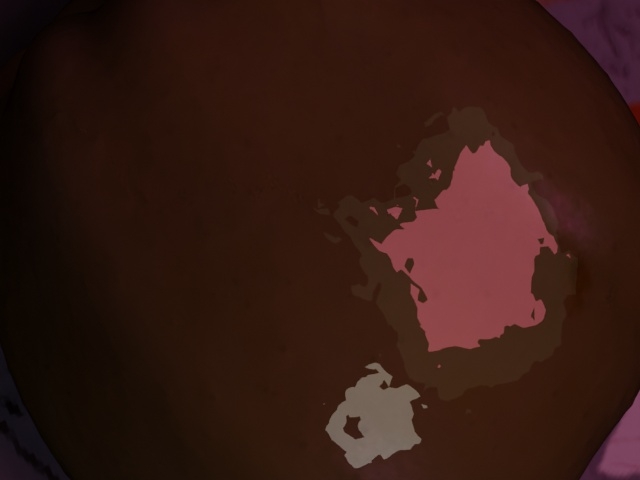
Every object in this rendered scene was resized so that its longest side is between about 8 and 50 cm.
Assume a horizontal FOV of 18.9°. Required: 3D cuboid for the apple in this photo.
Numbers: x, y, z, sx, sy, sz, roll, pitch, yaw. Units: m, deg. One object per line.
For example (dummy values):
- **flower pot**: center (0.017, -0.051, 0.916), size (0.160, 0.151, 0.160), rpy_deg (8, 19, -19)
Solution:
- **apple**: center (0.000, 0.000, 0.521), size (0.200, 0.200, 0.200), rpy_deg (-1, 91, -48)
